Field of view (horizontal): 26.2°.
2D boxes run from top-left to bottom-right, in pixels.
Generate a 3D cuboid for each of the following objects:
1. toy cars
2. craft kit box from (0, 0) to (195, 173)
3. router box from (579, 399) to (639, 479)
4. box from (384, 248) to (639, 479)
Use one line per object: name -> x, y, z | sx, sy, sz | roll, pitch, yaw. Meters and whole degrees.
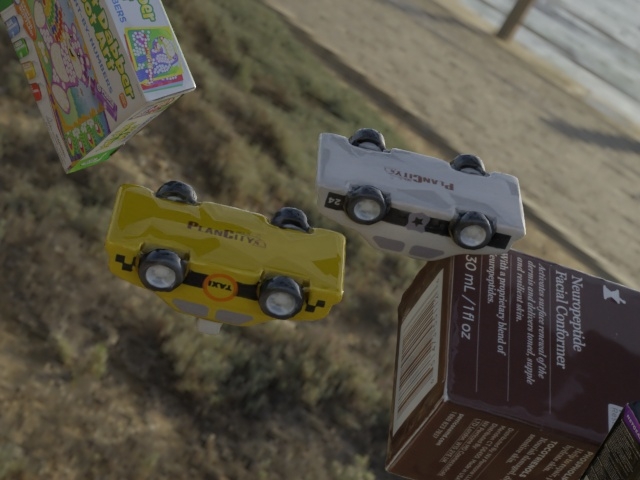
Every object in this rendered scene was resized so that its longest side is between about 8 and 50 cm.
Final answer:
toy cars -> 0.000, 0.000, 1.146 | 0.393, 0.087, 0.176 | -17, 50, -37
craft kit box -> -0.224, -0.210, 1.263 | 0.061, 0.246, 0.250 | -22, 88, -32
router box -> 0.303, 0.152, 1.065 | 0.179, 0.133, 0.046 | -13, 58, -17
box -> 0.261, 0.152, 1.243 | 0.381, 0.143, 0.191 | 18, 48, -13
